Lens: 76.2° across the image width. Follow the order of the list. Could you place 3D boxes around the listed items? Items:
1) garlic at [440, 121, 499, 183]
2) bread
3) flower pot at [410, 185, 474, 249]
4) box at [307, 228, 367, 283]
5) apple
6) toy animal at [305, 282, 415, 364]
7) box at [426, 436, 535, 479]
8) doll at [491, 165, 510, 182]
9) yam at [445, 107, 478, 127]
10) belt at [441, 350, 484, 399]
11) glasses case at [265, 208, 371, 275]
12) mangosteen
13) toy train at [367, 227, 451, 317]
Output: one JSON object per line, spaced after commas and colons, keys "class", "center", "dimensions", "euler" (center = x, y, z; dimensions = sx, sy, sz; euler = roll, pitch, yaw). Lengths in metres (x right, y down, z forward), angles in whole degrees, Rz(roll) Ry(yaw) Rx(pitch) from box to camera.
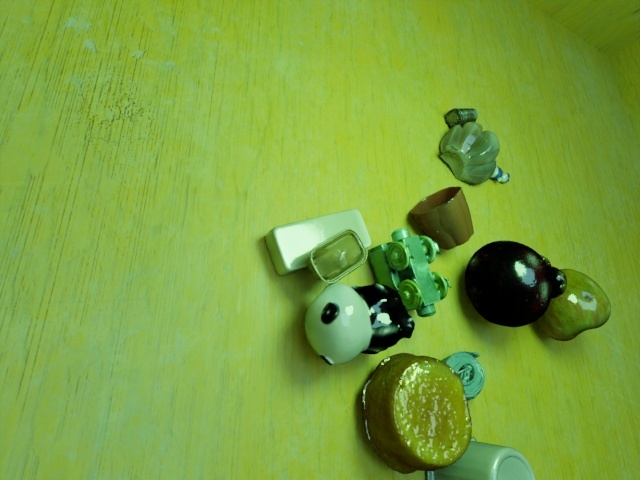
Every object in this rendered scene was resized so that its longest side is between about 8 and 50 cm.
{"class": "garlic", "center": [0.608, -0.359, 1.662], "dimensions": [0.237, 0.210, 0.292], "euler": [36, 55, 27]}
{"class": "bread", "center": [0.257, 0.453, 1.096], "dimensions": [0.312, 0.172, 0.312], "euler": [9, 64, -20]}
{"class": "flower pot", "center": [0.436, -0.072, 1.416], "dimensions": [0.190, 0.190, 0.173], "euler": [-43, 107, -35]}
{"class": "box", "center": [0.044, 0.042, 1.091], "dimensions": [0.177, 0.111, 0.111], "euler": [-31, 89, -35]}
{"class": "apple", "center": [0.925, 0.237, 1.535], "dimensions": [0.264, 0.264, 0.264], "euler": [11, 66, -27]}
{"class": "toy animal", "center": [0.081, 0.212, 1.082], "dimensions": [0.266, 0.212, 0.213], "euler": [-1, 72, -27]}
{"class": "box", "center": [0.439, 0.677, 1.101], "dimensions": [0.262, 0.206, 0.291], "euler": [25, 58, -20]}
{"class": "doll", "center": [0.768, -0.284, 1.758], "dimensions": [0.143, 0.057, 0.099], "euler": [21, 44, -28]}
{"class": "yam", "center": [0.604, -0.525, 1.741], "dimensions": [0.141, 0.079, 0.079], "euler": [-13, 79, -35]}
{"class": "belt", "center": [0.431, 0.425, 1.270], "dimensions": [0.163, 0.082, 0.148], "euler": [10, 56, -24]}
{"class": "glasses case", "center": [0.000, 0.000, 1.186], "dimensions": [0.312, 0.070, 0.131], "euler": [-16, 81, -34]}
{"class": "mangosteen", "center": [0.647, 0.147, 1.365], "dimensions": [0.313, 0.297, 0.297], "euler": [8, 61, 14]}
{"class": "toy train", "center": [0.262, 0.102, 1.232], "dimensions": [0.159, 0.188, 0.272], "euler": [-11, 80, -33]}
